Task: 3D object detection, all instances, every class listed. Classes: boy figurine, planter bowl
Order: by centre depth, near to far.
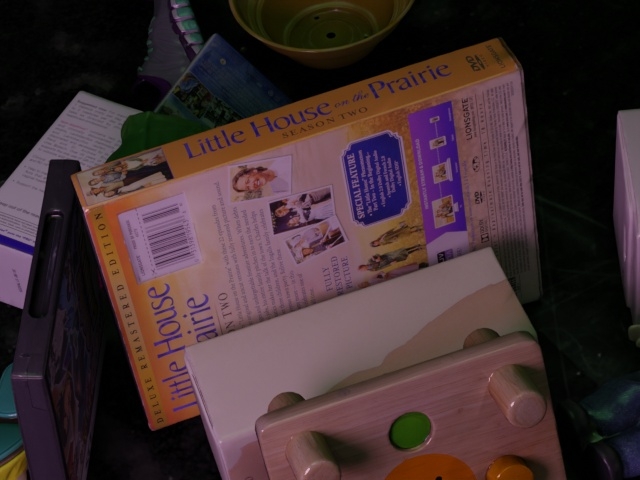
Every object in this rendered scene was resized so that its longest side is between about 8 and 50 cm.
[{"bbox_3d":[0.360,0.134,1.797,0.285,0.092,0.177,-26,51,-15],"label":"boy figurine"},{"bbox_3d":[0.008,-0.260,2.180,0.217,0.090,0.217,-4,50,4],"label":"planter bowl"}]

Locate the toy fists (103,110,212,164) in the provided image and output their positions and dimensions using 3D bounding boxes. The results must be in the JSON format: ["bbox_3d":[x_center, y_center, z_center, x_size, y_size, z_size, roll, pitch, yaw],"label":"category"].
[{"bbox_3d":[-0.090,-0.022,1.926,0.279,0.096,0.142,18,49,-21],"label":"toy fists"}]

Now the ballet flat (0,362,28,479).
[{"bbox_3d":[-0.294,0.193,1.805,0.077,0.077,0.231,-1,23,10],"label":"ballet flat"}]

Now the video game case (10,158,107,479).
[{"bbox_3d":[-0.239,0.107,1.782,0.035,0.275,0.248,2,50,2],"label":"video game case"}]

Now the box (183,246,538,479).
[{"bbox_3d":[0.041,0.135,1.806,0.311,0.148,0.121,-19,50,-6],"label":"box"}]

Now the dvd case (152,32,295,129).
[{"bbox_3d":[-0.109,-0.076,2.013,0.180,0.022,0.253,42,57,-13],"label":"dvd case"}]

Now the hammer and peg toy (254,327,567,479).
[{"bbox_3d":[0.040,0.243,1.658,0.361,0.266,0.127,-18,28,-7],"label":"hammer and peg toy"}]

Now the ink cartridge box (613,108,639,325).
[{"bbox_3d":[0.410,-0.024,1.869,0.233,0.171,0.168,-5,49,3],"label":"ink cartridge box"}]

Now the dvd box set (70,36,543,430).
[{"bbox_3d":[0.000,0.000,1.820,0.420,0.307,0.062,-19,43,-7],"label":"dvd box set"}]

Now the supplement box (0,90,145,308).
[{"bbox_3d":[-0.257,-0.036,2.014,0.114,0.111,0.220,18,55,21],"label":"supplement box"}]

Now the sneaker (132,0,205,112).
[{"bbox_3d":[-0.179,-0.215,2.178,0.098,0.083,0.223,-20,51,-3],"label":"sneaker"}]
